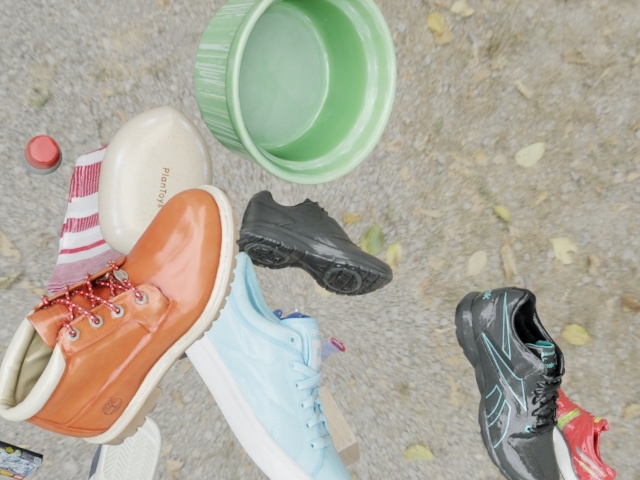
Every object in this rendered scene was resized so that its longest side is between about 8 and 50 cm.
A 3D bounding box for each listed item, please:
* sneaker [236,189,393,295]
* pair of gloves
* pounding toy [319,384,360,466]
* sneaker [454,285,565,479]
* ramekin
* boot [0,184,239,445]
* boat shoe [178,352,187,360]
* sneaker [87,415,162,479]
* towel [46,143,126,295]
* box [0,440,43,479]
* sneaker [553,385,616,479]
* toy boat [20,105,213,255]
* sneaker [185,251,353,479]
[{"bbox_3d":[0.000,0.000,1.332,0.286,0.109,0.130,23,54,-23],"label":"sneaker"},{"bbox_3d":[-0.049,0.212,1.772,0.198,0.159,0.023,44,44,-32],"label":"pair of gloves"},{"bbox_3d":[0.001,0.344,1.356,0.100,0.141,0.130,-26,61,-11],"label":"pounding toy"},{"bbox_3d":[0.249,0.185,0.995,0.101,0.106,0.268,-10,80,-46],"label":"sneaker"},{"bbox_3d":[-0.043,-0.245,1.221,0.303,0.148,0.304,-13,111,-36],"label":"ramekin"},{"bbox_3d":[-0.104,0.034,0.419,0.059,0.084,0.158,31,91,38],"label":"boot"},{"bbox_3d":[-0.330,0.230,1.699,0.227,0.069,0.081,-22,49,11],"label":"boat shoe"},{"bbox_3d":[-0.357,0.469,1.367,0.131,0.148,0.350,23,72,-8],"label":"sneaker"},{"bbox_3d":[-0.416,-0.064,1.563,0.237,0.037,0.329,-17,55,30],"label":"towel"},{"bbox_3d":[-0.662,0.453,1.674,0.137,0.027,0.094,31,129,-30],"label":"box"},{"bbox_3d":[0.527,0.378,1.652,0.118,0.107,0.279,-27,53,19],"label":"sneaker"},{"bbox_3d":[-0.343,-0.115,1.367,0.318,0.148,0.268,15,85,-20],"label":"toy boat"},{"bbox_3d":[-0.045,0.172,0.999,0.150,0.135,0.366,-38,82,7],"label":"sneaker"}]
